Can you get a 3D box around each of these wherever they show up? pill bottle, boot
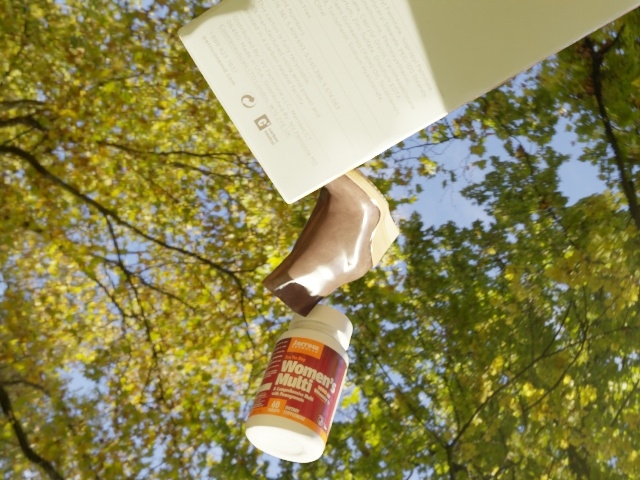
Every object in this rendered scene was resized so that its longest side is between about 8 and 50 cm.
[{"bbox_3d":[-0.026,0.213,1.011,0.121,0.221,0.121,12,-39,10],"label":"pill bottle"},{"bbox_3d":[0.000,0.000,0.931,0.207,0.248,0.090,-41,-128,-1],"label":"boot"}]

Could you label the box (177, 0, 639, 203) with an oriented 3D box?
[{"bbox_3d":[0.084,-0.209,0.586,0.345,0.215,0.168,-28,-75,14],"label":"box"}]
